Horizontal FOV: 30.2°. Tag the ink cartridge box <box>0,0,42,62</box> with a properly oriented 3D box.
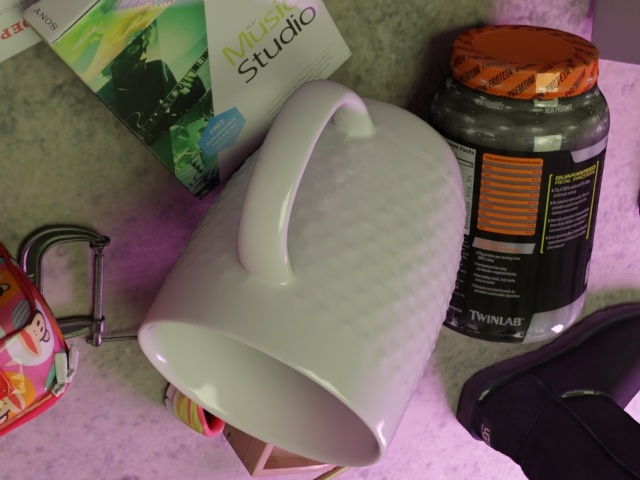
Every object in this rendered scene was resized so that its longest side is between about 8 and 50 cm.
[{"bbox_3d":[-0.294,-0.275,1.029,0.154,0.093,0.212,-31,130,-15],"label":"ink cartridge box"}]

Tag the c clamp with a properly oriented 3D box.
[{"bbox_3d":[-0.259,0.051,1.278,0.137,0.022,0.160,-11,122,-21],"label":"c clamp"}]

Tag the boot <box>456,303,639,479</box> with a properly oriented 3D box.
[{"bbox_3d":[0.451,0.286,1.568,0.367,0.445,0.146,-23,125,-19],"label":"boot"}]

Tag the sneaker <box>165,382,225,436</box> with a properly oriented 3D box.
[{"bbox_3d":[-0.099,0.137,1.374,0.081,0.094,0.208,19,103,-36],"label":"sneaker"}]

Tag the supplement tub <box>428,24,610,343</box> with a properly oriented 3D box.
[{"bbox_3d":[0.224,-0.067,1.390,0.207,0.207,0.338,-13,121,-26],"label":"supplement tub"}]

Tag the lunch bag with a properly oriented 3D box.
[{"bbox_3d":[-0.380,0.130,1.089,0.293,0.258,0.120,-32,127,-13],"label":"lunch bag"}]

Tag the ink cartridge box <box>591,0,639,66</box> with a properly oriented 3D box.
[{"bbox_3d":[0.504,-0.270,1.445,0.278,0.201,0.117,-7,107,-29],"label":"ink cartridge box"}]

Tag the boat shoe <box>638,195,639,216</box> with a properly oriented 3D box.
[{"bbox_3d":[0.490,-0.106,1.632,0.066,0.066,0.183,-15,132,-30],"label":"boat shoe"}]

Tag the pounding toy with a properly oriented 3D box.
[{"bbox_3d":[-0.026,0.242,1.484,0.181,0.094,0.206,4,122,-39],"label":"pounding toy"}]

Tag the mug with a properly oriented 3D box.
[{"bbox_3d":[0.000,0.000,1.197,0.328,0.276,0.374,-62,158,-25],"label":"mug"}]

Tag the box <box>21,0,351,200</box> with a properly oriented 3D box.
[{"bbox_3d":[-0.111,-0.196,1.141,0.232,0.058,0.322,-45,149,-3],"label":"box"}]
